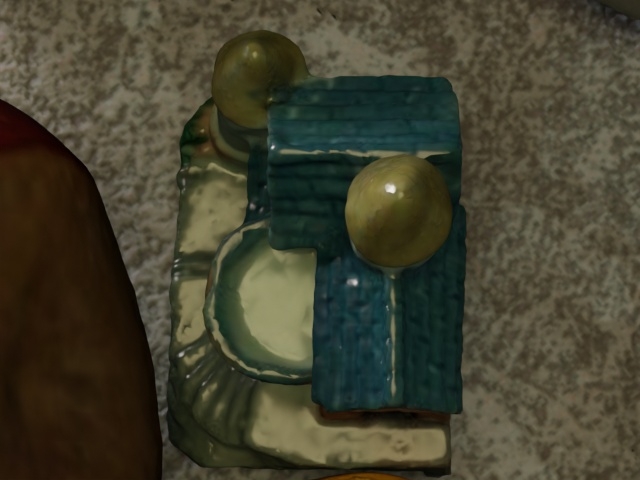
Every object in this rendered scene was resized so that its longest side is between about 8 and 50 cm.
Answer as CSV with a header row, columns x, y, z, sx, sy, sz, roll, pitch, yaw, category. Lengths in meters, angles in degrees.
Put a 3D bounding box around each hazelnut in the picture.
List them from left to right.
x,y,z,sx,sy,sz,roll,pitch,yaw,category
-0.283,0.101,1.147,0.359,0.359,0.409,-9,72,-2,hazelnut

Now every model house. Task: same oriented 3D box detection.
x,y,z,sx,sy,sz,roll,pitch,yaw,category
0.000,0.000,1.168,0.194,0.325,0.267,2,80,-2,model house

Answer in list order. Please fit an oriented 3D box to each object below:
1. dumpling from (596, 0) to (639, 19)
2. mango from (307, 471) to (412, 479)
x,y,z,sx,sy,sz,roll,pitch,yaw,category
0.248,-0.253,1.316,0.175,0.243,0.227,6,55,40,dumpling
-0.009,0.213,1.222,0.217,0.141,0.102,-5,124,18,mango
